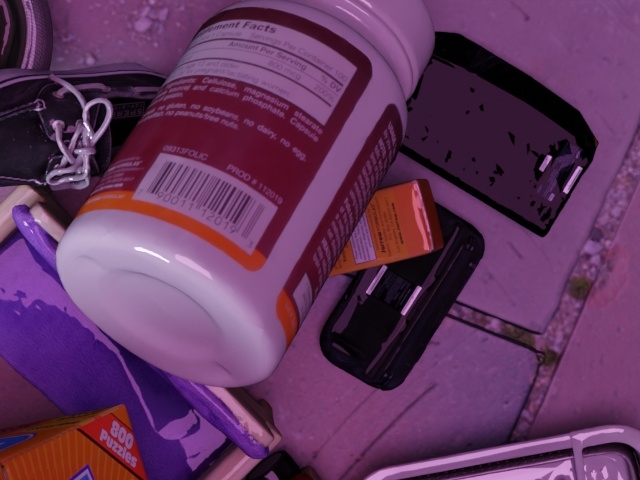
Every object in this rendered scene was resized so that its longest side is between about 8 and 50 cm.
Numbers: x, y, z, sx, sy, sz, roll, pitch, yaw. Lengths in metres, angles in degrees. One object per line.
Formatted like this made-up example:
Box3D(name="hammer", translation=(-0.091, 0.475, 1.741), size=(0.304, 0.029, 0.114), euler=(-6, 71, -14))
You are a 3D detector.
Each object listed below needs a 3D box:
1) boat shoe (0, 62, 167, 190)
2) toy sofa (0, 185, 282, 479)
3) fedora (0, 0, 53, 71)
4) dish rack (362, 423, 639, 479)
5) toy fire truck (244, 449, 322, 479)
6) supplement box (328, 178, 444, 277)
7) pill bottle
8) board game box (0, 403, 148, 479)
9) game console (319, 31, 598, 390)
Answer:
Box3D(name="boat shoe", translation=(-0.238, -0.099, 1.587), size=(0.105, 0.306, 0.113), euler=(24, 113, 38))
Box3D(name="toy sofa", translation=(-0.214, 0.117, 1.669), size=(0.150, 0.177, 0.362), euler=(-44, 99, 2))
Box3D(name="fedora", translation=(-0.391, -0.179, 1.643), size=(0.244, 0.124, 0.275), euler=(30, 86, -9))
Box3D(name="dish rack", translation=(0.205, 0.345, 1.777), size=(0.333, 0.072, 0.285), euler=(-10, 99, -2))
Box3D(name="toy fire truck", translation=(-0.067, 0.352, 1.667), size=(0.217, 0.246, 0.158), euler=(-35, 98, 5))
Box3D(name="supplement box", translation=(0.000, 0.000, 1.686), size=(0.233, 0.078, 0.080), euler=(-15, 90, 13))
Box3D(name="pill bottle", translation=(-0.056, -0.080, 1.554), size=(0.224, 0.224, 0.392), euler=(34, 60, -7))
Box3D(name="board game box", translation=(-0.357, 0.384, 1.468), size=(0.356, 0.356, 0.356), euler=(-14, 95, 31))
Box3D(name="game console", translation=(0.115, -0.019, 1.740), size=(0.213, 0.044, 0.361), euler=(32, 94, -5))
